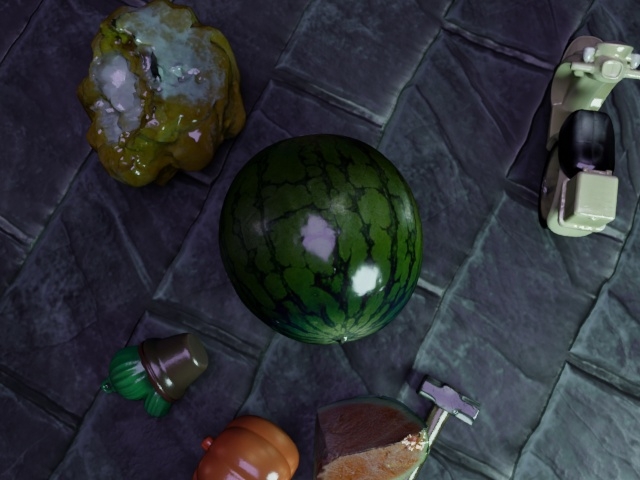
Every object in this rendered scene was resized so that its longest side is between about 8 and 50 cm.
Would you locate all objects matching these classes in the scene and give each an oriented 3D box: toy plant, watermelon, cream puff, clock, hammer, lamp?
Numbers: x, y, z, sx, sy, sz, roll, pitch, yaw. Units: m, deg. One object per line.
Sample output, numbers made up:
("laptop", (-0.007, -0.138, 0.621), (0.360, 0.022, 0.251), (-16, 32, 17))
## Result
("toy plant", (-0.296, 0.241, 1.323), (0.200, 0.105, 0.143), (-29, 93, 15))
("watermelon", (0.000, 0.000, 1.238), (0.363, 0.363, 0.364), (-1, 79, 3))
("cream puff", (-0.287, -0.259, 1.368), (0.274, 0.269, 0.324), (-10, 77, -34))
("clock", (0.458, -0.197, 1.286), (0.120, 0.276, 0.379), (7, 83, 2))
("watermelon", (0.082, 0.336, 1.283), (0.231, 0.128, 0.146), (-17, 40, 13))
("hammer", (0.149, 0.419, 1.298), (0.111, 0.043, 0.365), (28, 84, 6))
("lamp", (-0.131, 0.381, 1.242), (0.163, 0.187, 0.188), (34, 82, 10))
